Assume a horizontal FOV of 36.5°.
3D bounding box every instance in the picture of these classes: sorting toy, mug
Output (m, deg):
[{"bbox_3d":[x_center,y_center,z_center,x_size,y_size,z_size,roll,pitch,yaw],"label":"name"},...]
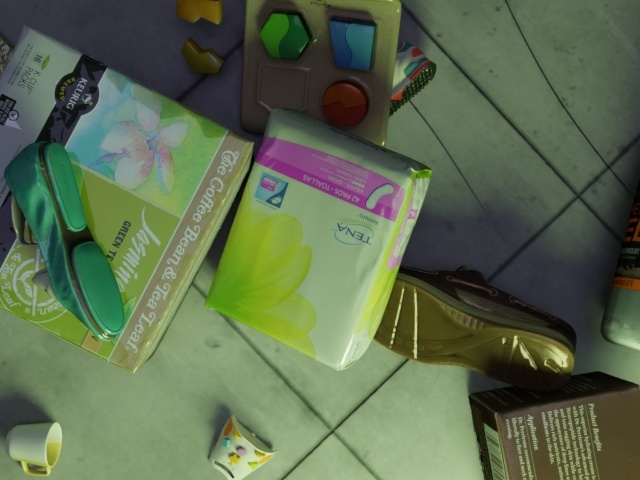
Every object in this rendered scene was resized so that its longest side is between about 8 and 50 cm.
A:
[{"bbox_3d":[-0.119,0.306,1.385,0.083,0.045,0.075,40,106,-2],"label":"sorting toy"},{"bbox_3d":[-0.053,-0.241,1.329,0.307,0.041,0.229,10,120,10],"label":"sorting toy"},{"bbox_3d":[-0.403,0.290,1.354,0.064,0.062,0.078,3,82,4],"label":"mug"}]

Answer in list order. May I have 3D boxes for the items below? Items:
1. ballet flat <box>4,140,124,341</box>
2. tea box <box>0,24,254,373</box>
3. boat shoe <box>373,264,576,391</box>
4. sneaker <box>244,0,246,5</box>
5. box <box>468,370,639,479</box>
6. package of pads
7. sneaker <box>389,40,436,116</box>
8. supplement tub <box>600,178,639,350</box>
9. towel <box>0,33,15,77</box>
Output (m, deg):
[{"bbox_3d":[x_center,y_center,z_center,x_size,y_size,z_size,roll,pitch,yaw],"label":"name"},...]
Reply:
[{"bbox_3d":[-0.306,0.008,1.142,0.087,0.083,0.247,-19,90,21],"label":"ballet flat"},{"bbox_3d":[-0.298,-0.049,1.284,0.324,0.220,0.328,26,88,-3],"label":"tea box"},{"bbox_3d":[0.195,0.101,1.374,0.342,0.123,0.123,16,122,14],"label":"boat shoe"},{"bbox_3d":[-0.051,-0.355,1.353,0.126,0.127,0.321,-21,92,-5],"label":"sneaker"},{"bbox_3d":[0.331,0.287,1.343,0.203,0.167,0.168,-9,89,-4],"label":"box"},{"bbox_3d":[0.000,0.000,1.301,0.229,0.101,0.296,25,104,19],"label":"package of pads"},{"bbox_3d":[0.085,-0.223,1.400,0.161,0.057,0.075,-38,68,3],"label":"sneaker"},{"bbox_3d":[0.527,0.003,1.340,0.207,0.207,0.337,16,88,-3],"label":"supplement tub"},{"bbox_3d":[-0.491,-0.260,1.372,0.110,0.027,0.148,-44,93,-2],"label":"towel"}]
